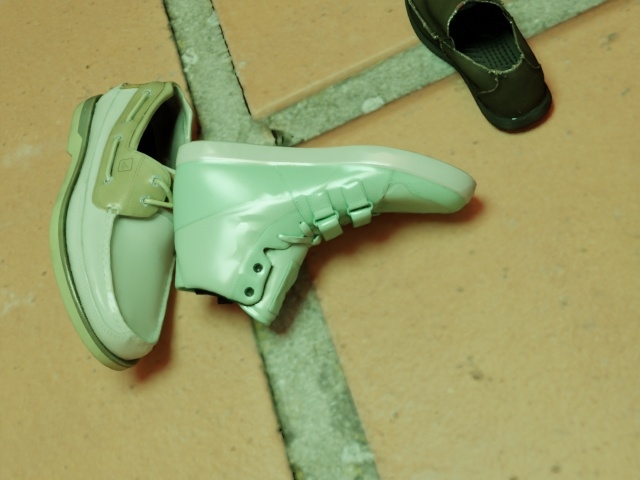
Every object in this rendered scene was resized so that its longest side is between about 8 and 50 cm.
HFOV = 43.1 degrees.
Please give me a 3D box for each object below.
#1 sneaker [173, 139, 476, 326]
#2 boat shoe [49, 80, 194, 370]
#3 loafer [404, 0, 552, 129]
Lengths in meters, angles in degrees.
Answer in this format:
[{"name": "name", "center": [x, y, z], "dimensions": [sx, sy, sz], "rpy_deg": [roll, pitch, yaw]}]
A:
[{"name": "sneaker", "center": [0.000, 0.000, 0.682], "dimensions": [0.256, 0.094, 0.151], "rpy_deg": [2, 80, 8]}, {"name": "boat shoe", "center": [-0.167, -0.034, 0.734], "dimensions": [0.103, 0.113, 0.302], "rpy_deg": [-22, 55, 15]}, {"name": "loafer", "center": [0.142, -0.200, 0.743], "dimensions": [0.080, 0.078, 0.220], "rpy_deg": [-30, 56, 1]}]
